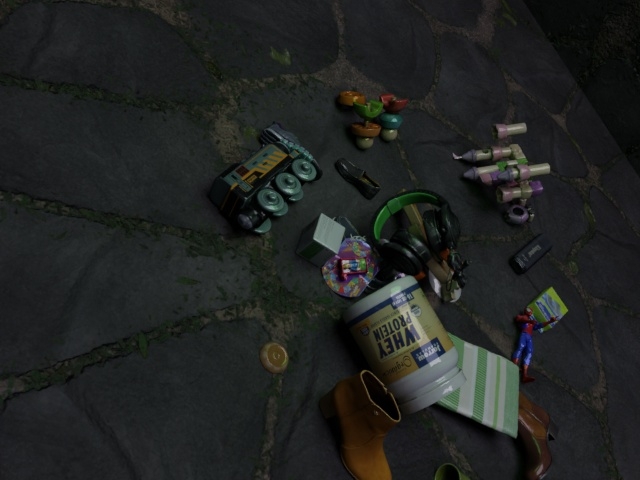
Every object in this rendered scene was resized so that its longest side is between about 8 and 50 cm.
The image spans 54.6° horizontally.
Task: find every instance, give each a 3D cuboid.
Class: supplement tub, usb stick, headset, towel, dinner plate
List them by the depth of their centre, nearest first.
[{"bbox_3d":[0.227,0.279,1.661,0.228,0.228,0.316,-21,77,-42],"label":"supplement tub"},{"bbox_3d":[0.282,-0.013,1.716,0.394,0.243,0.185,55,-1,44],"label":"headset"},{"bbox_3d":[0.441,0.413,1.834,0.324,0.038,0.248,25,50,-9],"label":"towel"},{"bbox_3d":[0.413,0.134,2.035,0.141,0.017,0.141,19,53,-28],"label":"dinner plate"},{"bbox_3d":[0.805,0.047,2.358,0.278,0.045,0.077,-28,83,-43],"label":"usb stick"}]

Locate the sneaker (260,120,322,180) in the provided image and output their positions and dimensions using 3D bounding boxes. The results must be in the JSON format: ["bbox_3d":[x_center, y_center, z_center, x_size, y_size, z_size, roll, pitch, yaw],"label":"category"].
[{"bbox_3d":[-0.072,-0.279,1.888,0.223,0.083,0.098,40,42,-9],"label":"sneaker"}]

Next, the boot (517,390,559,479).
[{"bbox_3d":[0.580,0.547,1.853,0.280,0.096,0.264,43,51,-3],"label":"boot"}]

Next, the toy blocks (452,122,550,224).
[{"bbox_3d":[0.666,-0.241,2.351,0.260,0.309,0.289,-10,52,-5],"label":"toy blocks"}]

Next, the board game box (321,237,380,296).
[{"bbox_3d":[0.091,0.076,1.758,0.133,0.033,0.169,39,80,1],"label":"board game box"}]

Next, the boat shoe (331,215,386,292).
[{"bbox_3d":[0.113,0.030,1.833,0.095,0.079,0.254,-11,70,-39],"label":"boat shoe"}]

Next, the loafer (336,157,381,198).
[{"bbox_3d":[0.125,-0.211,2.002,0.170,0.061,0.062,40,48,-9],"label":"loafer"}]

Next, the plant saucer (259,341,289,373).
[{"bbox_3d":[-0.112,0.290,1.551,0.083,0.015,0.083,18,54,-27],"label":"plant saucer"}]

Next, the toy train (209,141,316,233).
[{"bbox_3d":[-0.153,-0.160,1.723,0.190,0.142,0.334,39,46,3],"label":"toy train"}]

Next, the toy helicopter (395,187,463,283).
[{"bbox_3d":[0.333,-0.017,1.967,0.235,0.140,0.355,30,32,-50],"label":"toy helicopter"}]

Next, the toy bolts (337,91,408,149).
[{"bbox_3d":[0.175,-0.419,2.154,0.228,0.158,0.218,-13,31,-30],"label":"toy bolts"}]

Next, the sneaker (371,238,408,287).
[{"bbox_3d":[0.231,0.106,1.874,0.104,0.095,0.236,-11,75,-47],"label":"sneaker"}]

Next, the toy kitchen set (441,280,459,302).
[{"bbox_3d":[0.438,0.151,1.984,0.075,0.068,0.083,13,57,-31],"label":"toy kitchen set"}]

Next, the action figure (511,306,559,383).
[{"bbox_3d":[0.711,0.322,2.063,0.091,0.139,0.280,34,46,-16],"label":"action figure"}]

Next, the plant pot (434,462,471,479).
[{"bbox_3d":[0.360,0.644,1.647,0.079,0.083,0.083,30,48,-33],"label":"plant pot"}]

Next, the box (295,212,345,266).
[{"bbox_3d":[0.000,0.000,1.753,0.087,0.101,0.102,31,51,-18],"label":"box"}]

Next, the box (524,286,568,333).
[{"bbox_3d":[0.819,0.250,2.247,0.178,0.042,0.109,-26,80,-44],"label":"box"}]

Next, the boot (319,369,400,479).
[{"bbox_3d":[0.127,0.464,1.486,0.104,0.211,0.295,-28,82,-42],"label":"boot"}]
